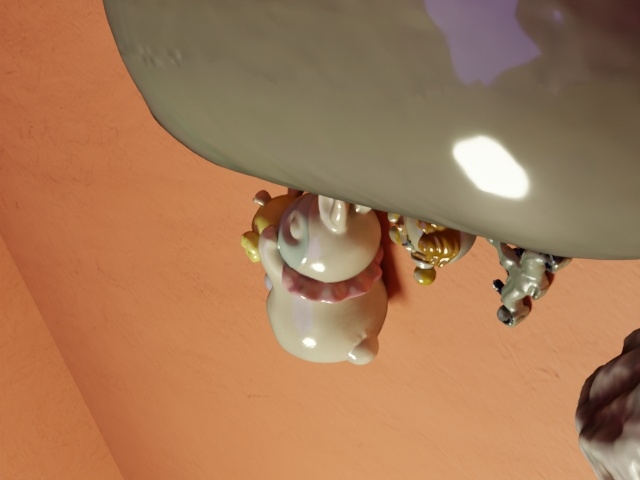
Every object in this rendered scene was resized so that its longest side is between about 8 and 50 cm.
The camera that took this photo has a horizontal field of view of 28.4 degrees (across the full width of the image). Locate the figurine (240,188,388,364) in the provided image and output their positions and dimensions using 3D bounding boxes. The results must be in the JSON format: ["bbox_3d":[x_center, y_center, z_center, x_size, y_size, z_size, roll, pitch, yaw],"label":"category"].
[{"bbox_3d":[0.000,0.000,1.252,0.155,0.127,0.235,50,151,44],"label":"figurine"}]

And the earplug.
[{"bbox_3d":[0.101,-0.146,0.644,0.394,0.313,0.312,22,136,54],"label":"earplug"}]

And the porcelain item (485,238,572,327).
[{"bbox_3d":[0.162,0.017,1.062,0.075,0.021,0.136,53,155,16],"label":"porcelain item"}]

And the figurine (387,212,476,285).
[{"bbox_3d":[0.094,-0.011,1.114,0.143,0.068,0.101,115,146,-63],"label":"figurine"}]

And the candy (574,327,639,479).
[{"bbox_3d":[0.273,0.097,0.697,0.157,0.214,0.289,60,153,-2],"label":"candy"}]
